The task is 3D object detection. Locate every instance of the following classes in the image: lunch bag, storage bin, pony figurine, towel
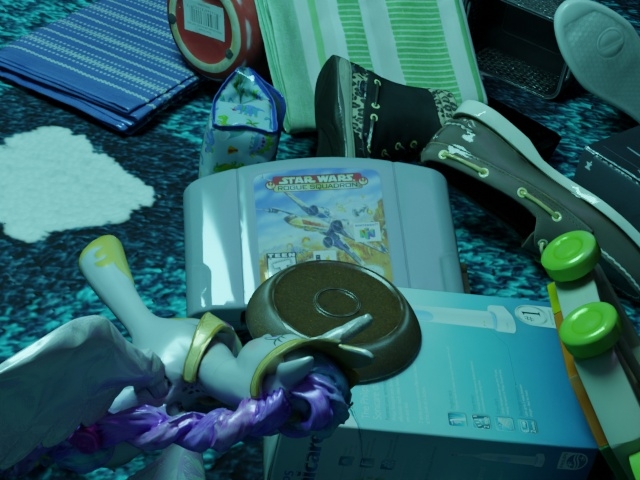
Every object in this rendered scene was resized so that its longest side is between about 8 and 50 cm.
[{"bbox_3d":[-0.096,-0.119,1.739,0.096,0.128,0.151,6,33,-10],"label":"lunch bag"},{"bbox_3d":[0.297,-0.300,2.122,0.180,0.122,0.084,28,38,22],"label":"storage bin"},{"bbox_3d":[-0.168,0.144,1.219,0.351,0.302,0.363,-41,33,-28],"label":"pony figurine"},{"bbox_3d":[-0.259,-0.251,1.972,0.243,0.040,0.336,23,34,19],"label":"towel"},{"bbox_3d":[0.066,-0.269,1.871,0.325,0.038,0.247,-8,82,-36],"label":"towel"}]

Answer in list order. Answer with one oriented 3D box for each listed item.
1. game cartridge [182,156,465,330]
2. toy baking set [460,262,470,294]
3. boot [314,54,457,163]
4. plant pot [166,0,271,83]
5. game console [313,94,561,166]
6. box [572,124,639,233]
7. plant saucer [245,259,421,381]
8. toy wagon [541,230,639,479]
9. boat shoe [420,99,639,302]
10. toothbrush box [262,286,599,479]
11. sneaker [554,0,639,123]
[{"bbox_3d":[0.000,0.000,1.581,0.297,0.062,0.198,-3,60,-5],"label":"game cartridge"},{"bbox_3d":[0.077,0.067,1.611,0.256,0.030,0.197,-10,40,-29],"label":"toy baking set"},{"bbox_3d":[0.086,-0.104,1.751,0.179,0.085,0.236,10,62,-25],"label":"boot"},{"bbox_3d":[-0.093,-0.301,1.909,0.191,0.191,0.174,34,43,29],"label":"plant pot"},{"bbox_3d":[0.136,-0.114,1.878,0.213,0.044,0.361,32,40,27],"label":"game console"},{"bbox_3d":[0.436,-0.065,1.839,0.207,0.108,0.153,-20,46,-37],"label":"box"},{"bbox_3d":[0.014,0.068,1.372,0.168,0.029,0.168,7,37,-5],"label":"plant saucer"},{"bbox_3d":[0.294,0.159,1.360,0.068,0.267,0.344,-26,29,16],"label":"toy wagon"},{"bbox_3d":[0.264,-0.029,1.716,0.324,0.116,0.096,41,75,5],"label":"boat shoe"},{"bbox_3d":[0.094,0.156,1.403,0.296,0.126,0.216,6,36,-9],"label":"toothbrush box"},{"bbox_3d":[0.401,-0.256,2.040,0.296,0.104,0.147,34,12,-33],"label":"sneaker"}]
